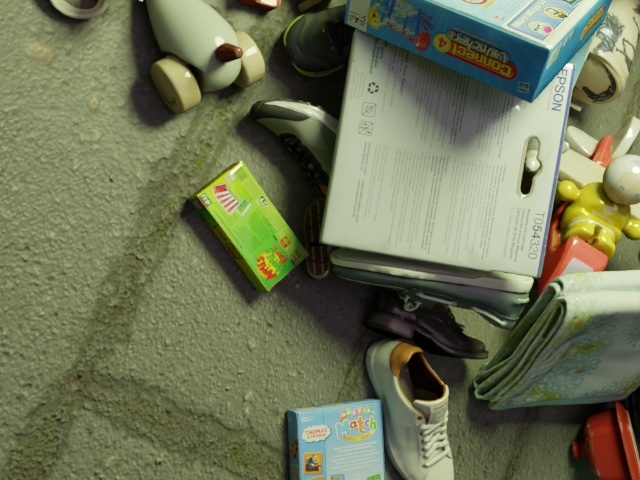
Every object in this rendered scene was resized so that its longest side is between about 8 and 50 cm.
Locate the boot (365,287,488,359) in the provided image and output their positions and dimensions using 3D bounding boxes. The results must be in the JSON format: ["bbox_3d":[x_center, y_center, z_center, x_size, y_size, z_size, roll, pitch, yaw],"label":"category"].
[{"bbox_3d":[0.205,0.073,1.317,0.263,0.091,0.229,23,77,-24],"label":"boot"}]

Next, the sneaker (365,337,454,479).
[{"bbox_3d":[0.167,0.302,1.264,0.106,0.123,0.290,-28,101,-30],"label":"sneaker"}]

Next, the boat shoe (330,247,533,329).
[{"bbox_3d":[0.168,0.076,1.206,0.320,0.116,0.099,8,109,-3],"label":"boat shoe"}]

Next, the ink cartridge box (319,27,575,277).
[{"bbox_3d":[0.184,-0.126,1.146,0.330,0.071,0.324,10,91,0],"label":"ink cartridge box"}]

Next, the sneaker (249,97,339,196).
[{"bbox_3d":[0.003,-0.135,1.217,0.272,0.100,0.108,31,78,-24],"label":"sneaker"}]

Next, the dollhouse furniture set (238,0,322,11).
[{"bbox_3d":[-0.098,-0.525,1.154,0.201,0.152,0.374,-33,102,-27],"label":"dollhouse furniture set"}]

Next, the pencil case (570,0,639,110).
[{"bbox_3d":[0.578,-0.465,1.516,0.410,0.160,0.183,-64,157,-14],"label":"pencil case"}]

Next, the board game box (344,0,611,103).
[{"bbox_3d":[0.243,-0.358,1.134,0.302,0.086,0.308,29,47,20],"label":"board game box"}]

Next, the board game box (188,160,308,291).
[{"bbox_3d":[-0.109,-0.020,1.176,0.092,0.043,0.181,-42,106,-24],"label":"board game box"}]

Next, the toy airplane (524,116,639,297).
[{"bbox_3d":[0.521,-0.087,1.398,0.386,0.272,0.384,-11,72,-16],"label":"toy airplane"}]

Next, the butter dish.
[{"bbox_3d":[0.543,0.397,1.476,0.160,0.118,0.159,-19,94,-70],"label":"butter dish"}]

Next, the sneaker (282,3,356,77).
[{"bbox_3d":[0.072,-0.353,1.254,0.300,0.121,0.111,-28,99,-28],"label":"sneaker"}]

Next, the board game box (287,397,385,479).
[{"bbox_3d":[0.029,0.368,1.228,0.160,0.039,0.211,-1,88,-29],"label":"board game box"}]

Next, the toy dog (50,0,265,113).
[{"bbox_3d":[-0.200,-0.338,1.080,0.334,0.161,0.220,42,68,-20],"label":"toy dog"}]

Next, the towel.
[{"bbox_3d":[0.485,0.178,1.340,0.375,0.320,0.090,-1,50,-24],"label":"towel"}]

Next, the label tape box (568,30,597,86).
[{"bbox_3d":[0.339,-0.363,1.298,0.241,0.106,0.333,24,59,12],"label":"label tape box"}]

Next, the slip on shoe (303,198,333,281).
[{"bbox_3d":[0.000,0.000,1.239,0.051,0.041,0.135,-4,70,5],"label":"slip on shoe"}]

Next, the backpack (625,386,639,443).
[{"bbox_3d":[0.730,0.292,1.516,0.213,0.277,0.263,14,83,-41],"label":"backpack"}]
